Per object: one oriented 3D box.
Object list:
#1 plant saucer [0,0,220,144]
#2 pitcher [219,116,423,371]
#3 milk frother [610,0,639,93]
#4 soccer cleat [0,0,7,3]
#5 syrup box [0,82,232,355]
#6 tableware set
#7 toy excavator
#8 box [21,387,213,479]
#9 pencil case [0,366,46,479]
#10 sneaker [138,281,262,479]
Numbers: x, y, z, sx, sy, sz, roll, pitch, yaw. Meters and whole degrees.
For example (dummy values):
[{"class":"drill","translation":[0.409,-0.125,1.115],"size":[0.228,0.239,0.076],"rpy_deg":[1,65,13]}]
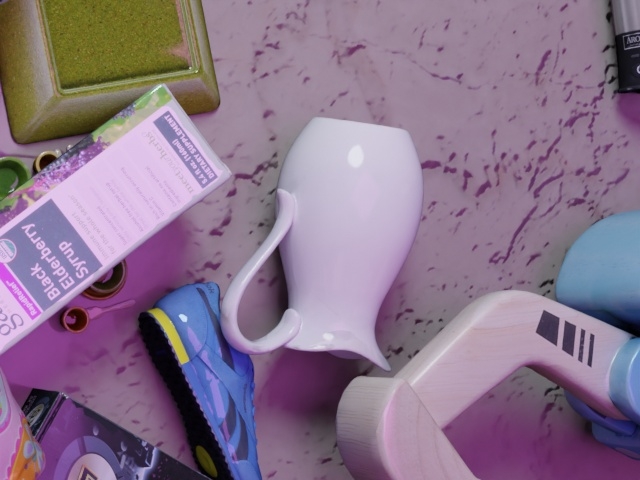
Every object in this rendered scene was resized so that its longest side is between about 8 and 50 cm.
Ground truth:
[{"class":"plant saucer","translation":[-0.175,-0.187,1.335],"size":[0.188,0.045,0.188],"rpy_deg":[-13,94,-27]},{"class":"pitcher","translation":[0.000,0.000,1.367],"size":[0.178,0.125,0.207],"rpy_deg":[7,93,-43]},{"class":"milk frother","translation":[0.352,-0.215,1.582],"size":[0.143,0.129,0.134],"rpy_deg":[-10,94,-70]},{"class":"soccer cleat","translation":[-0.338,-0.299,1.175],"size":[0.331,0.116,0.143],"rpy_deg":[41,41,-13]},{"class":"syrup box","translation":[-0.195,-0.013,1.266],"size":[0.237,0.096,0.093],"rpy_deg":[-39,98,-15]},{"class":"tableware set","translation":[-0.212,-0.001,1.323],"size":[0.104,0.024,0.154],"rpy_deg":[-18,97,-26]},{"class":"toy excavator","translation":[0.264,0.091,1.446],"size":[0.445,0.222,0.433],"rpy_deg":[29,75,-22]},{"class":"box","translation":[-0.181,0.225,1.300],"size":[0.180,0.077,0.147],"rpy_deg":[35,73,-21]},{"class":"pencil case","translation":[-0.303,0.078,1.150],"size":[0.124,0.124,0.284],"rpy_deg":[-33,109,-24]},{"class":"sneaker","translation":[-0.077,0.135,1.361],"size":[0.082,0.069,0.209],"rpy_deg":[-26,100,-29]}]
